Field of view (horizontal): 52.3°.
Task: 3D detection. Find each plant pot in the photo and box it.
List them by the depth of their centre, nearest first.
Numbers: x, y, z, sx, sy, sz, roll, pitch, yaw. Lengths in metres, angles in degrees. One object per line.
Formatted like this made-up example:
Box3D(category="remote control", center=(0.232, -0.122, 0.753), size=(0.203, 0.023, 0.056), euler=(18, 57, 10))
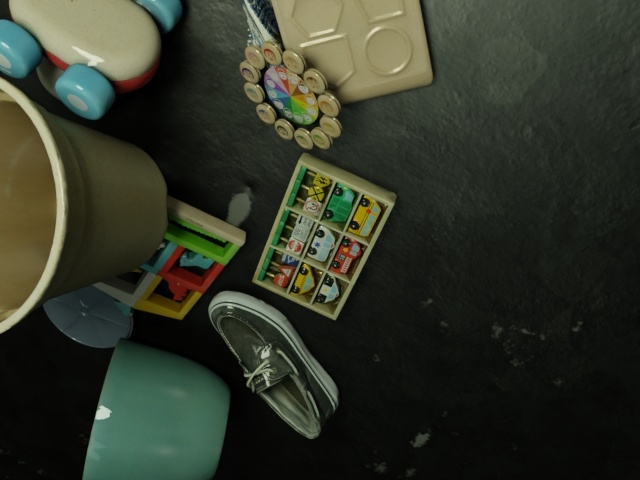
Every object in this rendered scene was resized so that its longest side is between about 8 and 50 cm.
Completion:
Box3D(category="plant pot", center=(-0.392, -0.049, 0.930), size=(0.333, 0.305, 0.334), euler=(1, 93, 20))
Box3D(category="plant pot", center=(-0.307, 0.354, 1.273), size=(0.235, 0.293, 0.293), euler=(12, 125, -11))

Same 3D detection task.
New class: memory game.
Box3D(category="memory game", center=(-0.045, -0.204, 0.939), size=(0.186, 0.012, 0.186), euler=(32, 152, 19))

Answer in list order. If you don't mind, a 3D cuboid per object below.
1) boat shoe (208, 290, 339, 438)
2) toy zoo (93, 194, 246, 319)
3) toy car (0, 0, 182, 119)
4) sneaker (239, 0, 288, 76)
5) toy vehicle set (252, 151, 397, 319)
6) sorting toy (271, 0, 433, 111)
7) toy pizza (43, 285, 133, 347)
Box3D(category="boat shoe", center=(-0.087, 0.235, 1.221), size=(0.121, 0.119, 0.335), euler=(-35, 107, 31))
Box3D(category="toy zoo", center=(-0.290, 0.045, 1.180), size=(0.192, 0.030, 0.293), euler=(26, 127, -23))
Box3D(category="toy car", center=(-0.342, -0.263, 0.966), size=(0.210, 0.219, 0.238), euler=(29, 154, -5))
Box3D(category="sneaker", center=(-0.085, -0.288, 0.933), size=(0.058, 0.052, 0.135), euler=(-18, 115, 29))
Box3D(category="toy vehicle set", center=(0.000, 0.000, 1.098), size=(0.166, 0.035, 0.267), euler=(24, 125, 0))
Box3D(category="sorting toy", center=(0.043, -0.290, 0.894), size=(0.193, 0.038, 0.208), euler=(-10, 123, 12))
Box3D(category="toy pizza", center=(-0.469, 0.135, 1.320), size=(0.201, 0.032, 0.201), euler=(7, 124, 11))
